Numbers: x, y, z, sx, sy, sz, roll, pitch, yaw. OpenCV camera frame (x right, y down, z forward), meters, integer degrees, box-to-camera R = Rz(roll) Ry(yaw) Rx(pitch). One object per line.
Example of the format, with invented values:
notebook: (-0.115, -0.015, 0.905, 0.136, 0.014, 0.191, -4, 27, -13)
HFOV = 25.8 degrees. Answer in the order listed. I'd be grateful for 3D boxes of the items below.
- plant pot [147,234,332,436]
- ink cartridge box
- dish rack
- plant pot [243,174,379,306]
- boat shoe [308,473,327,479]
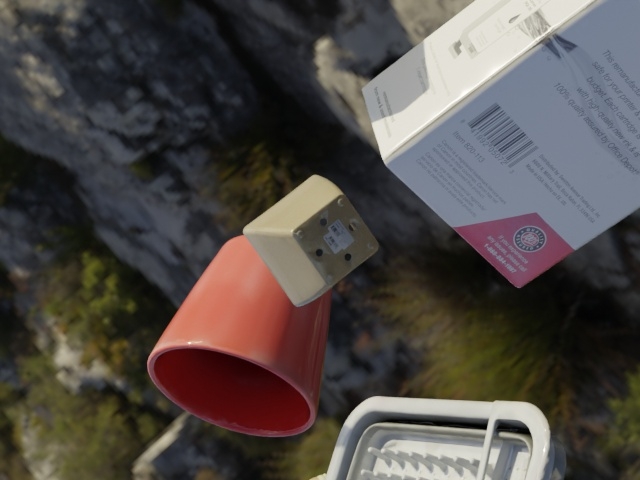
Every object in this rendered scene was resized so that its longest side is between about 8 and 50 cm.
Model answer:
plant pot: (-0.105, 0.143, 2.218, 0.275, 0.243, 0.275, 13, 146, 9)
ink cartridge box: (0.210, -0.120, 1.164, 0.207, 0.283, 0.117, 41, -158, -34)
dish rack: (0.105, 0.296, 1.346, 0.072, 0.285, 0.333, 25, 163, -29)
plant pot: (0.000, 0.000, 1.498, 0.109, 0.109, 0.096, 55, 165, -11)
boat shoe: (0.084, 0.409, 1.743, 0.285, 0.092, 0.103, 61, 175, 8)
